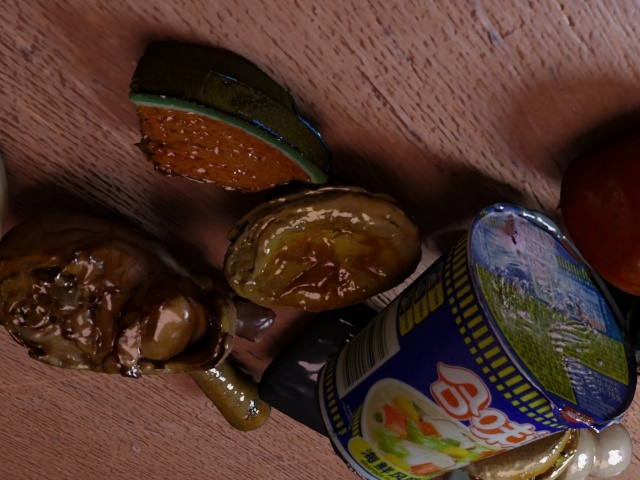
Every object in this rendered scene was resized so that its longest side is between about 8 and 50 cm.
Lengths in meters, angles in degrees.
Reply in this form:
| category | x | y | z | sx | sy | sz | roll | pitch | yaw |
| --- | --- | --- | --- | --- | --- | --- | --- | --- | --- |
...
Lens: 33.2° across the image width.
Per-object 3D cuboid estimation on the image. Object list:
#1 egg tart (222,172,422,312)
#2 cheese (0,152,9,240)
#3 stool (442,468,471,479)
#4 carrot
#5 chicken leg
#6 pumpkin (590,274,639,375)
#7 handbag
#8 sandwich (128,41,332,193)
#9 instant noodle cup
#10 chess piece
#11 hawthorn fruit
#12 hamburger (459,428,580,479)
| category | x | y | z | sx | sy | sz | roll | pitch | yaw |
| --- | --- | --- | --- | --- | --- | --- | --- | --- | --- |
| egg tart | 0.000 | 0.000 | 1.253 | 0.241 | 0.106 | 0.241 | -6 | 147 | -4 |
| cheese | -0.436 | -0.058 | 1.120 | 0.218 | 0.117 | 0.235 | 10 | 144 | -17 |
| stool | 0.311 | 0.483 | 1.896 | 0.195 | 0.195 | 0.199 | -6 | 146 | 4 |
| carrot | -0.163 | 0.187 | 1.545 | 0.078 | 0.078 | 0.298 | -19 | 138 | 21 |
| chicken leg | -0.176 | 0.089 | 1.265 | 0.295 | 0.182 | 0.409 | 14 | 175 | 39 |
| pumpkin | 0.438 | 0.098 | 1.353 | 0.220 | 0.162 | 0.220 | 33 | 168 | 8 |
| handbag | 0.075 | 0.206 | 1.517 | 0.275 | 0.088 | 0.244 | 34 | 131 | -10 |
| sandwich | -0.091 | -0.120 | 1.107 | 0.235 | 0.079 | 0.159 | 14 | 152 | -18 |
| instant noodle cup | 0.163 | 0.151 | 1.268 | 0.284 | 0.284 | 0.312 | 24 | 134 | -33 |
| chess piece | 0.390 | 0.350 | 1.776 | 0.260 | 0.143 | 0.143 | -2 | 145 | -9 |
| hawthorn fruit | 0.364 | -0.017 | 1.179 | 0.185 | 0.202 | 0.185 | -9 | 150 | -5 |
| hamburger | 0.275 | 0.261 | 1.564 | 0.213 | 0.214 | 0.108 | -17 | 150 | 18 |
